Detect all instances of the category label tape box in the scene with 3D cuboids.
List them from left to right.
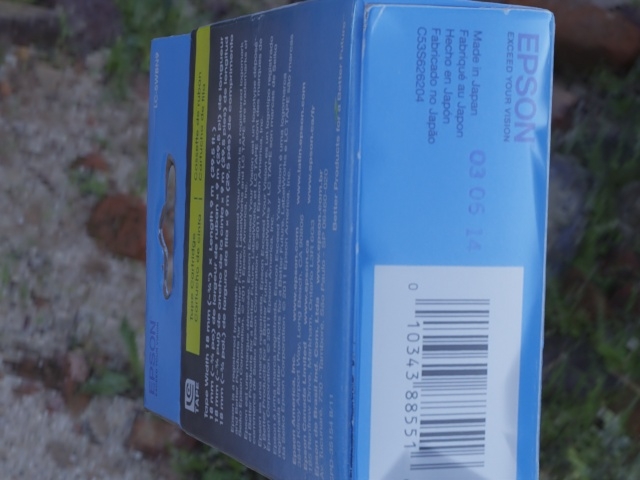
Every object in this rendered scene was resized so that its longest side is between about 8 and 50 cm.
[{"bbox_3d":[0.000,0.000,0.906,0.106,0.334,0.240,1,93,-21],"label":"label tape box"}]
